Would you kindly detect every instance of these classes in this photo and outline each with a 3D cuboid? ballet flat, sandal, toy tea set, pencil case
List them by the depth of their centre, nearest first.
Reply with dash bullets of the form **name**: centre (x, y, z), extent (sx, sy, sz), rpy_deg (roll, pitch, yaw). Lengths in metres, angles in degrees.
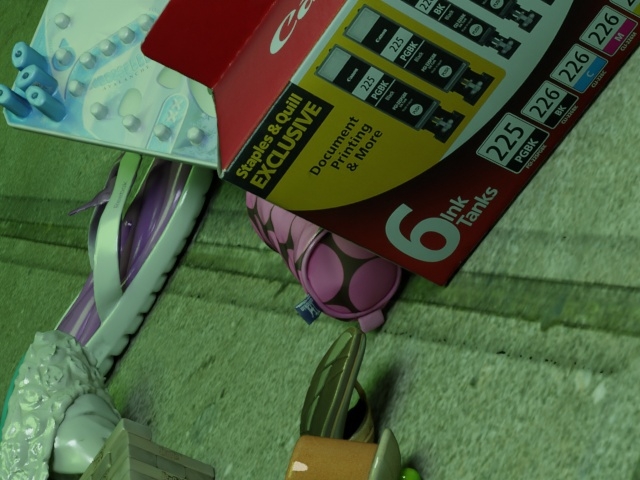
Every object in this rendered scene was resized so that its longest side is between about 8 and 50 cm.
- **toy tea set**: centre (0.003, 0.283, 1.350), extent (0.200, 0.124, 0.336), rpy_deg (85, -159, -75)
- **sandal**: centre (0.015, 0.155, 1.503), extent (0.072, 0.049, 0.180), rpy_deg (179, 100, -71)
- **pencil case**: centre (0.000, 0.000, 1.639), extent (0.095, 0.098, 0.209), rpy_deg (-31, 23, -2)
- **ballet flat**: centre (-0.231, 0.267, 1.848), extent (0.147, 0.147, 0.409), rpy_deg (-36, 38, 49)
- **sandal**: centre (-0.219, 0.005, 2.086), extent (0.416, 0.102, 0.169), rpy_deg (-63, 23, 3)

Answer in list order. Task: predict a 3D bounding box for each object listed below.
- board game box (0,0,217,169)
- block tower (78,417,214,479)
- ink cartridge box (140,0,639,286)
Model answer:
- **board game box**: centre (-0.094, -0.263, 1.889), extent (0.390, 0.050, 0.390), rpy_deg (12, 74, 31)
- **block tower**: centre (-0.136, 0.294, 1.620), extent (0.091, 0.097, 0.335), rpy_deg (-53, 27, 25)
- **ink cartridge box**: centre (0.058, -0.161, 1.440), extent (0.309, 0.272, 0.130), rpy_deg (-53, 25, 25)
